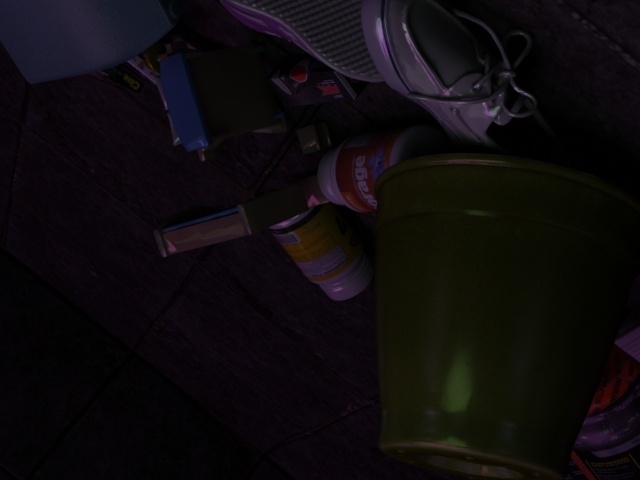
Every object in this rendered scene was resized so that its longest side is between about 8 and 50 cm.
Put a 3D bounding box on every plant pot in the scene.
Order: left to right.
[{"bbox_3d":[-0.310,-0.388,1.691,0.252,0.247,0.247,2,142,26],"label":"plant pot"},{"bbox_3d":[0.218,0.120,1.565,0.367,0.352,0.366,11,163,3],"label":"plant pot"}]

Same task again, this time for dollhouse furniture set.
[{"bbox_3d":[-0.146,-0.164,1.864,0.198,0.286,0.303,-13,98,41],"label":"dollhouse furniture set"}]

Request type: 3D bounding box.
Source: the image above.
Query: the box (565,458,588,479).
[{"bbox_3d":[0.458,0.373,2.159,0.184,0.103,0.261,43,156,-4],"label":"box"}]

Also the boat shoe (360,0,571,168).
[{"bbox_3d":[0.200,-0.180,1.471,0.156,0.135,0.367,8,146,49],"label":"boat shoe"}]

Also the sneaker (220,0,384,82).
[{"bbox_3d":[-0.019,-0.300,1.643,0.282,0.102,0.161,33,177,-2],"label":"sneaker"}]

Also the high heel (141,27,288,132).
[{"bbox_3d":[-0.172,-0.263,1.961,0.261,0.093,0.186,31,-172,-25],"label":"high heel"}]

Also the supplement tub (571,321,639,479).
[{"bbox_3d":[0.476,0.286,1.844,0.207,0.207,0.338,4,140,52],"label":"supplement tub"}]

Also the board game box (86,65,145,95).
[{"bbox_3d":[-0.428,-0.322,2.140,0.260,0.030,0.136,24,172,46],"label":"board game box"}]

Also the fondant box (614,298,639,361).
[{"bbox_3d":[0.588,0.169,1.610,0.330,0.096,0.238,36,157,2],"label":"fondant box"}]

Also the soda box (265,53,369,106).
[{"bbox_3d":[-0.003,-0.235,1.759,0.169,0.053,0.060,2,139,53],"label":"soda box"}]

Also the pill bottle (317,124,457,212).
[{"bbox_3d":[0.092,-0.101,1.783,0.121,0.121,0.216,48,154,-23],"label":"pill bottle"}]

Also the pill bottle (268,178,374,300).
[{"bbox_3d":[0.000,0.000,2.103,0.119,0.119,0.208,8,143,49],"label":"pill bottle"}]

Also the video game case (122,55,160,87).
[{"bbox_3d":[-0.263,-0.257,2.040,0.183,0.023,0.201,39,179,-3],"label":"video game case"}]
